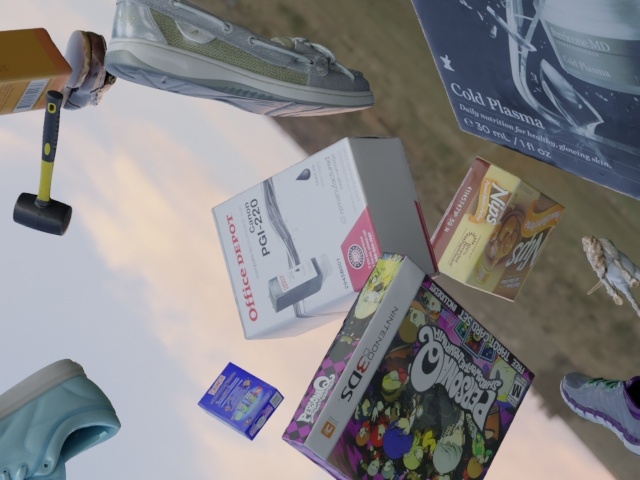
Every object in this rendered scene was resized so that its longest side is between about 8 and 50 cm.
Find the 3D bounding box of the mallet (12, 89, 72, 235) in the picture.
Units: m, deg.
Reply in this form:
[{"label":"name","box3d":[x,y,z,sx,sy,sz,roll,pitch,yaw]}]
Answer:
[{"label":"mallet","box3d":[-0.286,-0.080,1.634,0.062,0.189,0.039,22,-139,-3]}]

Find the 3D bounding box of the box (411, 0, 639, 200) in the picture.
[{"label":"box","box3d":[0.359,-0.319,1.819,0.480,0.297,0.472,27,152,43]}]

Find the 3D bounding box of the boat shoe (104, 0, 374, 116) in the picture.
[{"label":"boat shoe","box3d":[-0.078,-0.198,1.631,0.320,0.103,0.118,9,175,-29]}]

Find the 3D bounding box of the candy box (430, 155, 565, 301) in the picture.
[{"label":"candy box","box3d":[0.280,-0.012,2.407,0.087,0.183,0.316,30,-176,21]}]

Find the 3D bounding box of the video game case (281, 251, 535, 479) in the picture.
[{"label":"video game case","box3d":[0.092,0.160,1.472,0.042,0.210,0.232,8,152,51]}]

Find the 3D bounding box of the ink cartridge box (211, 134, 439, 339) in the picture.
[{"label":"ink cartridge box","box3d":[0.000,0.000,1.602,0.092,0.218,0.158,-2,-108,-47]}]

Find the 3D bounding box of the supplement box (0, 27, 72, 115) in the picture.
[{"label":"supplement box","box3d":[-0.413,-0.193,1.786,0.233,0.080,0.078,-12,-118,-48]}]

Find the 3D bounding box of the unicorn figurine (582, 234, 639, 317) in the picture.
[{"label":"unicorn figurine","box3d":[0.341,0.039,1.732,0.111,0.060,0.162,58,-179,42]}]

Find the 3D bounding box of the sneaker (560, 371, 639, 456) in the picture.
[{"label":"sneaker","box3d":[0.427,0.218,2.141,0.083,0.098,0.224,-10,-154,-29]}]

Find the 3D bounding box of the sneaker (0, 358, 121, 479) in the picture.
[{"label":"sneaker","box3d":[-0.420,0.304,2.034,0.150,0.366,0.135,39,147,19]}]

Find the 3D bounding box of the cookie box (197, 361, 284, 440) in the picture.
[{"label":"cookie box","box3d":[-0.129,0.259,2.445,0.107,0.092,0.040,27,161,33]}]

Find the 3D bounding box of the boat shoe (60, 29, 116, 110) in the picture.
[{"label":"boat shoe","box3d":[-0.300,-0.222,1.969,0.073,0.073,0.207,0,170,-21]}]
